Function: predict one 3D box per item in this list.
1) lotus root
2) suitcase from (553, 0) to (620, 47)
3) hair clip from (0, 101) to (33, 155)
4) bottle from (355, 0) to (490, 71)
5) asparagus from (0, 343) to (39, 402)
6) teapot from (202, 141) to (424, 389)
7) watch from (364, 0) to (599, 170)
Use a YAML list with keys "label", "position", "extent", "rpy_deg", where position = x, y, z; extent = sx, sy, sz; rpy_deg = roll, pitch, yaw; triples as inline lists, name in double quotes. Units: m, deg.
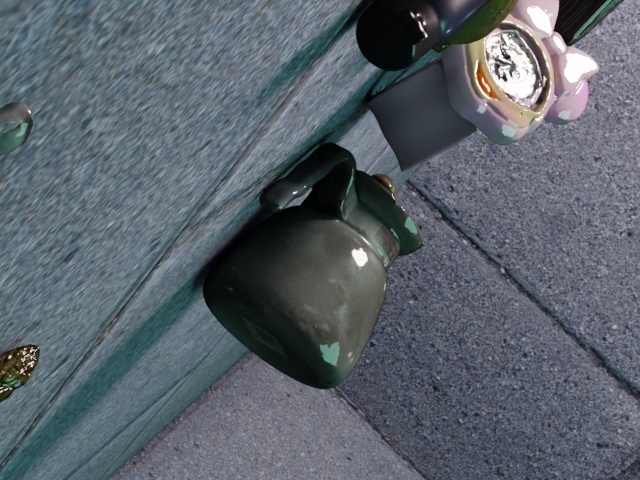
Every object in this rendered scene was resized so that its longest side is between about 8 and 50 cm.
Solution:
- label: "lotus root"
  position: [0.168, -0.261, 1.408]
  extent: [0.090, 0.077, 0.183]
  rpy_deg: [-42, 174, -45]
- label: "suitcase"
  position: [0.405, -0.418, 1.748]
  extent: [0.335, 0.152, 0.229]
  rpy_deg: [-48, 175, 25]
- label: "hair clip"
  position: [-0.188, 0.011, 0.542]
  extent: [0.159, 0.071, 0.218]
  rpy_deg: [-39, 167, -38]
- label: "bottle"
  position: [0.124, -0.241, 1.233]
  extent: [0.082, 0.072, 0.244]
  rpy_deg: [-12, -154, 51]
- label: "asparagus"
  position: [-0.278, 0.129, 1.049]
  extent: [0.165, 0.030, 0.036]
  rpy_deg: [-40, 148, -44]
- label: "teapot"
  position: [-0.012, -0.001, 1.717]
  extent: [0.223, 0.305, 0.285]
  rpy_deg: [14, -120, 52]
- label: "watch"
  position: [0.182, -0.198, 1.675]
  extent: [0.248, 0.211, 0.217]
  rpy_deg: [-32, -175, -41]
